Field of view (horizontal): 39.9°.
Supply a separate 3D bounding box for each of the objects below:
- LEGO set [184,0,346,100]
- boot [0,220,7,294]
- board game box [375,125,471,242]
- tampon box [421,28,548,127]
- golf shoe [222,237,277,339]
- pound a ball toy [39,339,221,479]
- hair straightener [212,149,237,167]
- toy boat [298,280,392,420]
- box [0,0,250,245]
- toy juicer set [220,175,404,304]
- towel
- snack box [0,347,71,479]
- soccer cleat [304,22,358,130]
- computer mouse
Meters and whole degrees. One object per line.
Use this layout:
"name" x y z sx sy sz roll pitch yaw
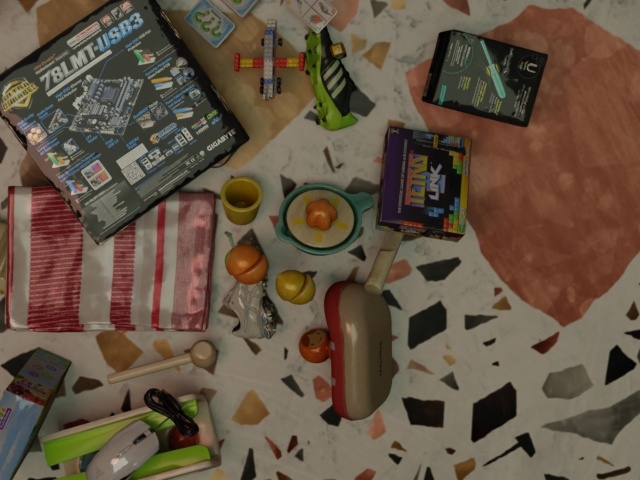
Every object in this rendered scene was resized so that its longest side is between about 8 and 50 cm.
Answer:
"LEGO set" -0.079 -0.339 1.377 0.244 0.060 0.182 44 96 8
"boot" -0.601 0.064 1.441 0.203 0.095 0.262 24 95 -8
"board game box" 0.169 -0.093 1.436 0.141 0.048 0.170 8 72 -6
"tampon box" 0.261 -0.261 1.417 0.161 0.101 0.120 14 100 -6
"golf shoe" -0.127 0.086 1.484 0.086 0.069 0.176 -8 100 4
"pound a ball toy" -0.304 0.313 1.502 0.319 0.136 0.208 -17 76 0
"hair straightener" -0.240 -0.151 1.447 0.230 0.047 0.089 -3 101 -7
"toy boat" 0.033 0.181 1.488 0.151 0.151 0.231 4 102 26
"box" -0.310 -0.194 1.360 0.295 0.073 0.293 -36 101 -5
"toy juicer set" 0.000 0.000 1.410 0.329 0.089 0.209 3 59 -5
"towel" -0.338 0.033 1.431 0.329 0.037 0.237 2 95 -17
"snack box" -0.488 0.291 1.430 0.070 0.207 0.174 26 98 -7
"soccer cleat" 0.018 -0.268 1.432 0.072 0.060 0.179 -12 98 -26
"computer mouse" -0.296 0.328 1.406 0.193 0.042 0.106 -43 78 -6
